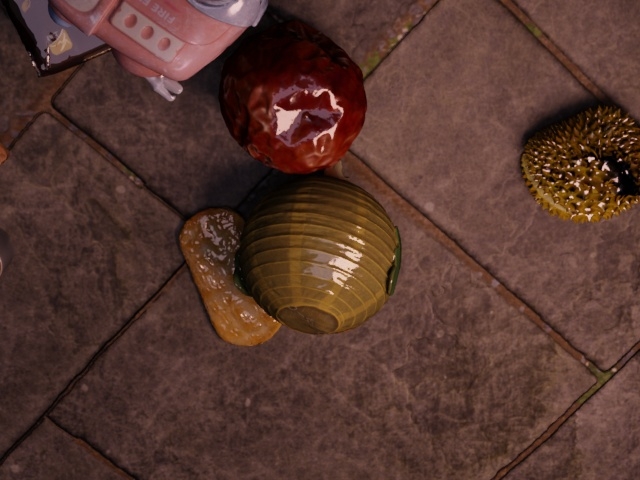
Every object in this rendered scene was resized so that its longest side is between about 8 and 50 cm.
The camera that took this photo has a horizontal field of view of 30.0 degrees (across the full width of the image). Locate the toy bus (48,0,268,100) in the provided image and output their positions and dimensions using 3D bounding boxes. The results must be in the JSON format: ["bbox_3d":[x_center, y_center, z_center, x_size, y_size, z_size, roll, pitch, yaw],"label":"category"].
[{"bbox_3d":[-0.217,-0.326,1.463,0.294,0.197,0.232,35,114,-14],"label":"toy bus"}]

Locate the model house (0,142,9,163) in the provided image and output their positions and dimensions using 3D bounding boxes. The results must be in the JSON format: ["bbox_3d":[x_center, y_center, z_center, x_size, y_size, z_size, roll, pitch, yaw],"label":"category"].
[{"bbox_3d":[-0.581,-0.112,1.738,0.183,0.172,0.166,-35,110,10],"label":"model house"}]

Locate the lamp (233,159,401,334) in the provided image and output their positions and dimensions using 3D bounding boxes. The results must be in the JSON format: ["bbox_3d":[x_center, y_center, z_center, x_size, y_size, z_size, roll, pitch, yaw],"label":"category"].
[{"bbox_3d":[0.000,0.000,1.804,0.250,0.284,0.250,7,152,4],"label":"lamp"}]

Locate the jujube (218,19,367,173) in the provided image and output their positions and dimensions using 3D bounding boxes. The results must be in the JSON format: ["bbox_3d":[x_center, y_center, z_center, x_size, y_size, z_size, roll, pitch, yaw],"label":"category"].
[{"bbox_3d":[-0.043,-0.203,1.707,0.213,0.232,0.213,-2,111,-6],"label":"jujube"}]

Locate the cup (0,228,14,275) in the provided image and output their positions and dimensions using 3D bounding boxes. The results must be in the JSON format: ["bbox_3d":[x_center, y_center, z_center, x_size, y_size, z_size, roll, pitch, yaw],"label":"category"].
[{"bbox_3d":[-0.529,0.027,1.845,0.100,0.077,0.078,-10,111,1],"label":"cup"}]

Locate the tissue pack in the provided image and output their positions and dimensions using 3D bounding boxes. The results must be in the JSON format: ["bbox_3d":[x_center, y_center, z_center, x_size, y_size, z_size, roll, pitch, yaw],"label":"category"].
[{"bbox_3d":[-0.246,-0.390,1.641,0.370,0.210,0.198,-23,103,6],"label":"tissue pack"}]

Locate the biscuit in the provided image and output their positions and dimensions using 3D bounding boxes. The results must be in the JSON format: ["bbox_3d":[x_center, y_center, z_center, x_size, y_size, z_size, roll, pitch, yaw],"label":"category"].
[{"bbox_3d":[-0.142,0.062,1.909,0.118,0.029,0.247,-20,111,4],"label":"biscuit"}]

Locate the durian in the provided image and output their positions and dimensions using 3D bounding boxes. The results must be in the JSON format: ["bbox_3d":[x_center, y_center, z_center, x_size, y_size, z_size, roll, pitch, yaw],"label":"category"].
[{"bbox_3d":[0.436,-0.108,1.826,0.237,0.138,0.193,-25,110,5],"label":"durian"}]
